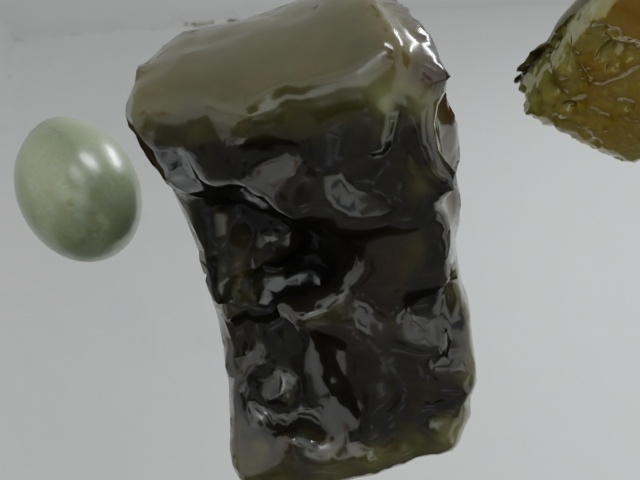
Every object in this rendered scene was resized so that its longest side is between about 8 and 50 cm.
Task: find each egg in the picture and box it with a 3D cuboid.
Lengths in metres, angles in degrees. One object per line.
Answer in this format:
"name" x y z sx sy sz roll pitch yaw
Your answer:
"egg" -0.237 -0.051 0.664 0.114 0.152 0.114 -28 -11 -6

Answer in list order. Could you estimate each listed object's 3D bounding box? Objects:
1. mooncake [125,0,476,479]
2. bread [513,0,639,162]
"mooncake" 0.000 0.000 0.582 0.246 0.394 0.394 -13 -17 1
"bread" 0.304 -0.159 0.517 0.261 0.163 0.204 -22 -20 -21
